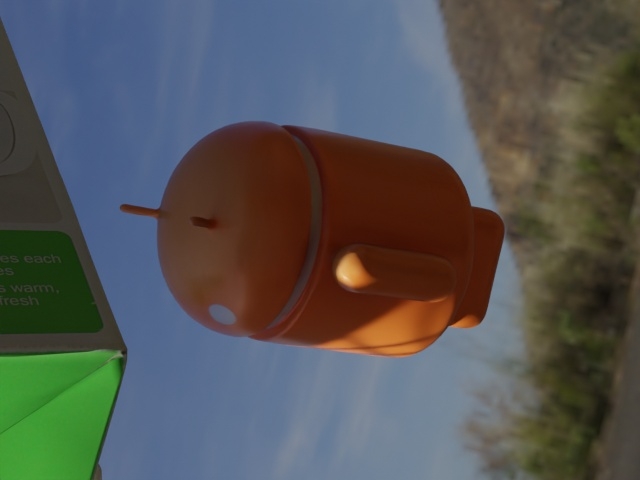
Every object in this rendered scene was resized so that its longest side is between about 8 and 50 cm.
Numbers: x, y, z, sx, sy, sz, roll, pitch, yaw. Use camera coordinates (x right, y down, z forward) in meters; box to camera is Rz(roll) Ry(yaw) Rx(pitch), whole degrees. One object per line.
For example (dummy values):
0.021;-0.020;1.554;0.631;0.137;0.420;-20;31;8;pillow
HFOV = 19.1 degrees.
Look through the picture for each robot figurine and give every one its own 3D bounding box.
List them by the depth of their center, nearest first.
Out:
-0.001;0.000;1.098;0.128;0.219;0.158;-52;42;36;robot figurine

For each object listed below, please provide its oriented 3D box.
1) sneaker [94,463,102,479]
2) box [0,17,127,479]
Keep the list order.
-0.174;0.115;0.798;0.094;0.153;0.235;149;115;-63;sneaker
-0.174;0.056;0.590;0.231;0.127;0.262;-118;38;-46;box
